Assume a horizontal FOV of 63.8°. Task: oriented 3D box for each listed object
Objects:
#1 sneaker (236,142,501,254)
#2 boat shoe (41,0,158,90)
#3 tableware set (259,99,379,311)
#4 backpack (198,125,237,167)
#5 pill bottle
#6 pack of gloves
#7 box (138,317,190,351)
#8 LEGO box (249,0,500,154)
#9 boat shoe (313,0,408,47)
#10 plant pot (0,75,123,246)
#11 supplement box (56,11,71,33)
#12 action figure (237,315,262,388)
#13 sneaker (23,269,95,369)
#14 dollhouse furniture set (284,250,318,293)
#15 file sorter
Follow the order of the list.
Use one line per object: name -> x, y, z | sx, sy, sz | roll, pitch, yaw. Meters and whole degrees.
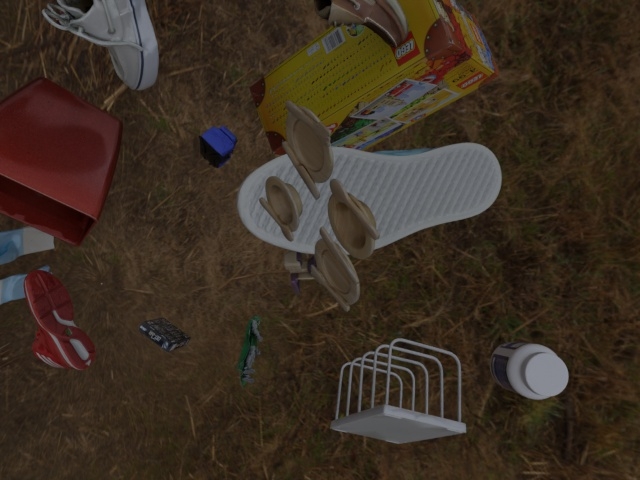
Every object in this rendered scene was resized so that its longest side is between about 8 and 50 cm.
sneaker -> 0.057, -0.054, 0.691 | 0.366, 0.150, 0.135 | -6, 91, -23
boat shoe -> -0.366, -0.377, 0.819 | 0.156, 0.367, 0.136 | -32, 69, -25
tableware set -> -0.002, -0.022, 0.431 | 0.020, 0.168, 0.141 | -26, 68, -25
backpack -> -0.310, -0.282, 1.573 | 0.101, 0.120, 0.098 | -40, 87, -26
pill bottle -> 0.368, 0.229, 0.909 | 0.094, 0.169, 0.094 | 0, 81, 3
pack of gloves -> -0.697, 0.068, 1.180 | 0.046, 0.232, 0.195 | 21, 111, 17
box -> -0.273, 0.164, 0.905 | 0.067, 0.083, 0.018 | 34, 91, 7
LEGO box -> 0.136, -0.400, 1.296 | 0.372, 0.500, 0.193 | -9, 77, -56
boat shoe -> 0.037, -0.458, 0.955 | 0.324, 0.123, 0.116 | 30, 105, -36
plant pot -> -0.562, -0.170, 1.071 | 0.267, 0.267, 0.235 | 28, 64, -24
supplement box -> -0.650, -0.592, 1.365 | 0.055, 0.043, 0.083 | 13, 64, 5
action figure -> -0.212, 0.321, 1.584 | 0.064, 0.137, 0.232 | 7, 40, -5
sneaker -> -0.561, 0.172, 1.041 | 0.087, 0.128, 0.221 | -40, 113, -61
dollhouse furniture set -> 0.000, 0.000, 0.680 | 0.081, 0.091, 0.114 | -4, 61, 6
file sorter -> 0.172, 0.351, 1.183 | 0.193, 0.277, 0.173 | 17, 60, -15
